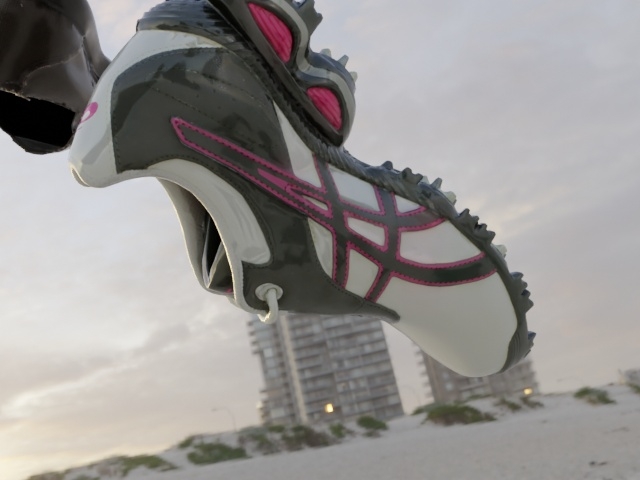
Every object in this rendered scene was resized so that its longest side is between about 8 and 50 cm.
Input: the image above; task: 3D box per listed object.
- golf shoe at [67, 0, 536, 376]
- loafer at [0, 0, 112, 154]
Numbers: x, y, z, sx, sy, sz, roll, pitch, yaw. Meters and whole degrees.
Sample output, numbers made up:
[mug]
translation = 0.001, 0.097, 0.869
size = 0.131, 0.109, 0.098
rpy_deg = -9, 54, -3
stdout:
[golf shoe]
translation = 0.000, 0.000, 0.415
size = 0.273, 0.120, 0.105
rpy_deg = 45, -19, -26
[loafer]
translation = -0.172, -0.090, 0.517
size = 0.080, 0.078, 0.220
rpy_deg = 16, -12, 3
